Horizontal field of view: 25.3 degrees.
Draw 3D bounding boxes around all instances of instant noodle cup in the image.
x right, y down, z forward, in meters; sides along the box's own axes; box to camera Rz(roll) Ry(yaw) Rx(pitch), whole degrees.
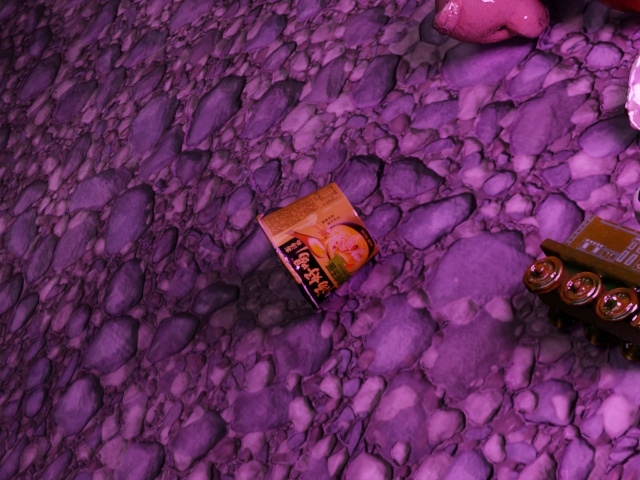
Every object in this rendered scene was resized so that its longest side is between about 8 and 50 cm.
[{"bbox_3d":[0.000,0.000,1.930,0.122,0.151,0.151,-34,35,-3],"label":"instant noodle cup"}]

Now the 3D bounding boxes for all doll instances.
[{"bbox_3d":[0.293,-0.379,1.979,0.303,0.156,0.201,-42,-1,27],"label":"doll"}]

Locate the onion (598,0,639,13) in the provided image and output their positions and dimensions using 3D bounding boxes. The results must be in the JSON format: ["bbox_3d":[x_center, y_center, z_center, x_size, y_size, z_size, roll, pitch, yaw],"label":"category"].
[{"bbox_3d":[0.421,-0.397,1.806,0.230,0.230,0.163,-37,-5,13],"label":"onion"}]

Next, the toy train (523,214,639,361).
[{"bbox_3d":[0.331,0.046,1.590,0.137,0.090,0.225,-46,34,-13],"label":"toy train"}]

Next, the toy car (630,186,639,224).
[{"bbox_3d":[0.439,-0.021,1.539,0.224,0.090,0.076,-4,57,44],"label":"toy car"}]

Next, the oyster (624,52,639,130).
[{"bbox_3d":[0.461,-0.201,1.719,0.191,0.081,0.163,-23,68,30],"label":"oyster"}]
